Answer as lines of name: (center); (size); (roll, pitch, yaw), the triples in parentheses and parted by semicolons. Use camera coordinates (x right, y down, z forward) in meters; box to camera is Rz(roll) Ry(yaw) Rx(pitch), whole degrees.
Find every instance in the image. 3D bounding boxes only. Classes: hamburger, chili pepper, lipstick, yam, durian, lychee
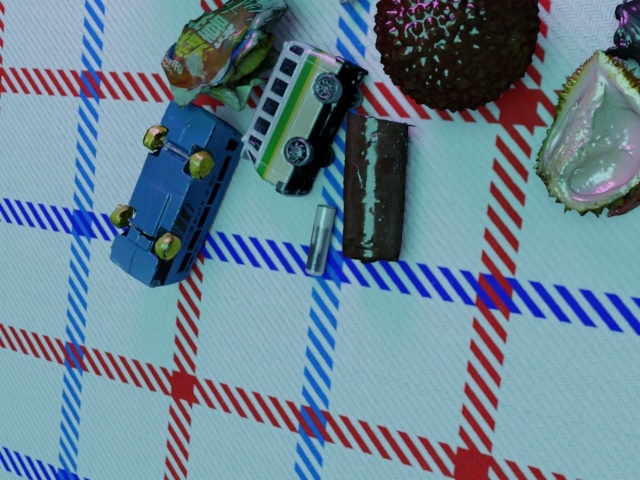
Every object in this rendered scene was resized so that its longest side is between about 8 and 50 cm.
hamburger: (-0.166, -0.373, 1.330); (0.276, 0.150, 0.260); (-25, 41, 13)
chili pepper: (0.527, -0.109, 1.078); (0.059, 0.050, 0.191); (49, 123, 29)
lipstick: (0.000, 0.000, 1.342); (0.040, 0.040, 0.141); (16, 100, 24)
yam: (0.100, -0.097, 1.243); (0.131, 0.131, 0.280); (5, 96, 25)
durian: (0.448, -0.158, 1.065); (0.183, 0.138, 0.250); (23, 105, 22)
lychee: (0.220, -0.352, 1.090); (0.275, 0.276, 0.304); (36, 63, 19)

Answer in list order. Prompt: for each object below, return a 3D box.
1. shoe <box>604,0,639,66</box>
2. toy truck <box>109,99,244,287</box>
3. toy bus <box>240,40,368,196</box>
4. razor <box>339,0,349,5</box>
shoe: (0.502, -0.311, 1.070); (0.099, 0.071, 0.169); (-10, 85, 29)
toy truck: (-0.303, -0.098, 1.413); (0.161, 0.162, 0.385); (30, 104, 21)
toy bus: (-0.041, -0.236, 1.295); (0.164, 0.133, 0.276); (32, 105, 20)
razor: (0.172, -0.487, 1.228); (0.278, 0.056, 0.111); (7, 98, 18)
